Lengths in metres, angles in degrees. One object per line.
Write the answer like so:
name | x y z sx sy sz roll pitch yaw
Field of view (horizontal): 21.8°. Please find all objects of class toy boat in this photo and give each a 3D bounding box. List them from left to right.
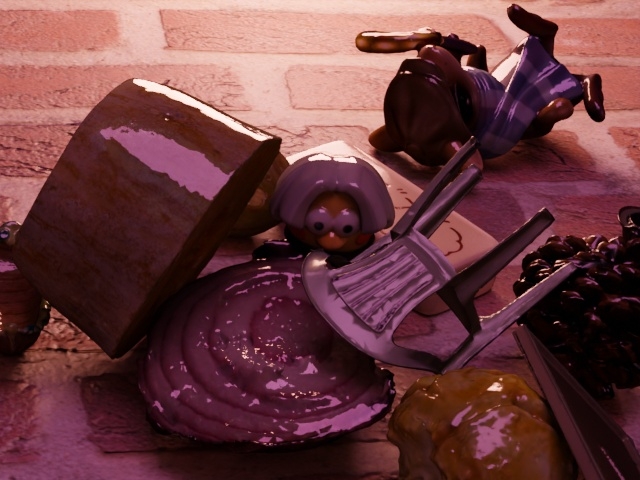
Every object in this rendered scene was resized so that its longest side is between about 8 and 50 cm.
toy boat | -0.380 0.078 2.036 0.108 0.099 0.293 -1 26 -10

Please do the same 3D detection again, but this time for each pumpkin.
pumpkin | -0.216 -0.044 1.992 0.199 0.332 0.332 40 39 4

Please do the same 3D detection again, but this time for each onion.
onion | -0.071 0.158 1.946 0.280 0.146 0.314 -14 45 -7

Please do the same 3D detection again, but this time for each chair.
chair | 0.128 0.030 1.926 0.275 0.190 0.203 -43 67 -4

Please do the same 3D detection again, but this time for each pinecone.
pinecone | 0.339 0.100 2.055 0.221 0.221 0.221 5 33 -3

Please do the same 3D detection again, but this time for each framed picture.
framed picture | 0.327 0.260 1.811 0.022 0.247 0.335 -37 34 12

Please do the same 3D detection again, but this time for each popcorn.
popcorn | 0.179 0.238 1.827 0.204 0.183 0.221 2 31 -21

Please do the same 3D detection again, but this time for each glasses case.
glasses case | 0.086 -0.024 2.301 0.144 0.076 0.336 -21 43 -37

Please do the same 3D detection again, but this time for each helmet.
helmet | 0.473 0.004 2.344 0.123 0.070 0.098 22 29 33

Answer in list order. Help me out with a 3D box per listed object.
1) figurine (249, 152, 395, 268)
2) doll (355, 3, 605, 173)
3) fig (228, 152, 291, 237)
figurine | 0.000 0.000 2.099 0.176 0.236 0.133 5 33 -5
doll | 0.241 -0.235 2.539 0.340 0.209 0.318 -22 40 -34
fig | -0.062 -0.041 2.264 0.245 0.149 0.149 34 40 18
